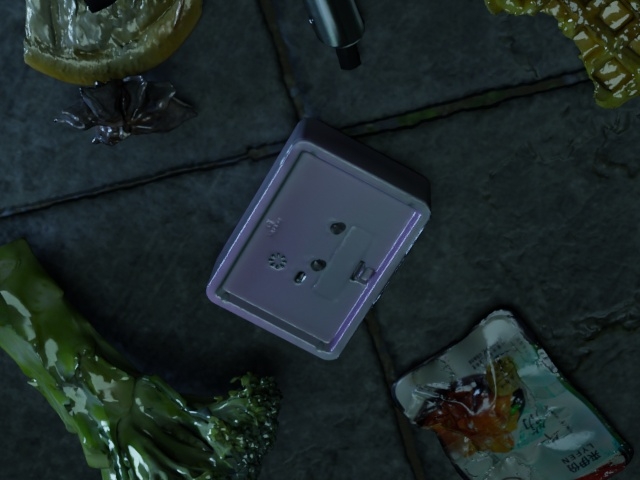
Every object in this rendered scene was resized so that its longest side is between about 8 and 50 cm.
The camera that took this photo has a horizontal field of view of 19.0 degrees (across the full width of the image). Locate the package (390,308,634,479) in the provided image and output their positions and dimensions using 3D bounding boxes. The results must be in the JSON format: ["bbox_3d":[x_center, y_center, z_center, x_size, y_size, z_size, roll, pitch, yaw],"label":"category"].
[{"bbox_3d":[0.189,0.184,1.906,0.166,0.040,0.232,-32,111,18],"label":"package"}]

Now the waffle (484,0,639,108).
[{"bbox_3d":[0.266,-0.247,1.677,0.291,0.051,0.291,2,118,3],"label":"waffle"}]

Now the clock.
[{"bbox_3d":[0.000,0.000,1.816,0.150,0.063,0.197,28,116,-9],"label":"clock"}]

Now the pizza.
[{"bbox_3d":[-0.196,-0.262,1.720,0.181,0.034,0.262,-3,116,7],"label":"pizza"}]

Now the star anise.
[{"bbox_3d":[-0.189,-0.121,1.748,0.124,0.129,0.056,-14,73,17],"label":"star anise"}]

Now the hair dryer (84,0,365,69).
[{"bbox_3d":[-0.070,-0.246,1.633,0.320,0.156,0.284,-18,109,-9],"label":"hair dryer"}]

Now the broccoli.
[{"bbox_3d":[-0.196,0.148,1.851,0.252,0.221,0.361,-3,122,47],"label":"broccoli"}]
